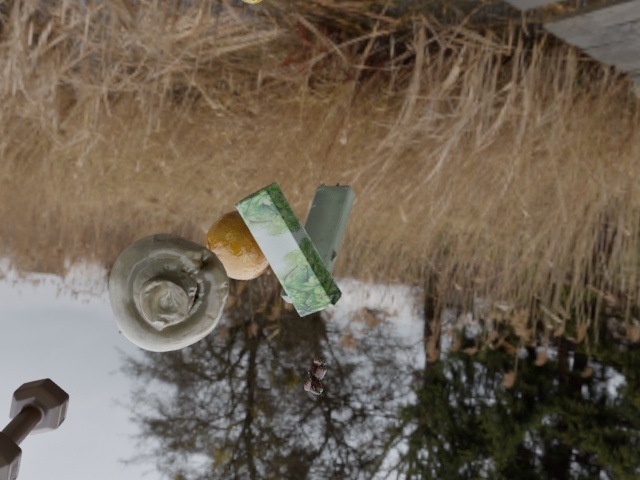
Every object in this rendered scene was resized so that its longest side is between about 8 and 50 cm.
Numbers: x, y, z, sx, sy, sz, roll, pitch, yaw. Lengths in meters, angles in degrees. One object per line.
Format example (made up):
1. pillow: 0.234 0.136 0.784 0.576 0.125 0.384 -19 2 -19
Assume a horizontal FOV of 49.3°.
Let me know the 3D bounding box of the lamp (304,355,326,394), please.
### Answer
1. lamp: -0.009 0.299 1.557 0.031 0.083 0.063 26 166 -28

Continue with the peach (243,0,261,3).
1. peach: -0.203 -0.692 1.803 0.179 0.103 0.179 44 -168 -12

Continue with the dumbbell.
1. dumbbell: -0.457 0.288 1.041 0.082 0.092 0.231 14 -167 -1

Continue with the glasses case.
1. glasses case: -0.061 0.018 1.419 0.095 0.272 0.062 -22 -168 34

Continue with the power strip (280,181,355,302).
1. power strip: 0.000 0.000 1.770 0.106 0.367 0.043 2 148 29

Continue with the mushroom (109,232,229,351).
1. mushroom: -0.345 0.129 1.632 0.293 0.292 0.290 6 -177 -20

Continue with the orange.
1. orange: -0.249 0.017 2.141 0.193 0.219 0.219 -16 -176 -10
